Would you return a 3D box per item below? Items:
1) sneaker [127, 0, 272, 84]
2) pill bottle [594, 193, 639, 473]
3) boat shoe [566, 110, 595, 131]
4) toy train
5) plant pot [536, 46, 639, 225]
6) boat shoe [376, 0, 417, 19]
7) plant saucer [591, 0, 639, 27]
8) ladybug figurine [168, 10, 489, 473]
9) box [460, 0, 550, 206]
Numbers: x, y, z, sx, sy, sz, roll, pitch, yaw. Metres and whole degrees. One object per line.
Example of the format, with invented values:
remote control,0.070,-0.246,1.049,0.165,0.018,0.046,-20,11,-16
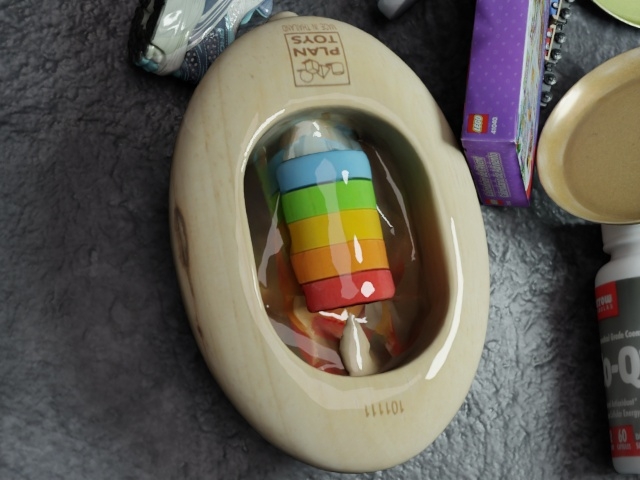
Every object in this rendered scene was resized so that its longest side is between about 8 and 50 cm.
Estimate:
sneaker,-0.105,-0.286,1.223,0.122,0.110,0.282,24,74,-29
pill bottle,0.374,0.098,1.235,0.161,0.161,0.283,0,78,-17
boat shoe,0.342,-0.134,1.338,0.135,0.050,0.045,-19,88,-9
toy train,0.259,-0.224,1.343,0.036,0.027,0.158,16,75,0
plant pot,0.340,-0.108,1.225,0.032,0.236,0.236,46,65,-42
boat shoe,0.122,-0.346,1.302,0.084,0.095,0.258,38,60,-1
plant saucer,0.381,-0.356,1.402,0.241,0.037,0.240,3,78,-15
ladybug figurine,0.000,0.000,1.144,0.305,0.162,0.449,-4,80,-17
box,0.198,-0.203,1.227,0.057,0.201,0.293,4,74,16
